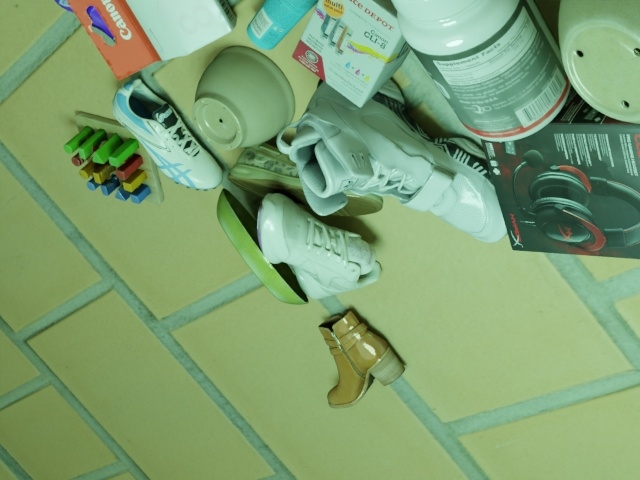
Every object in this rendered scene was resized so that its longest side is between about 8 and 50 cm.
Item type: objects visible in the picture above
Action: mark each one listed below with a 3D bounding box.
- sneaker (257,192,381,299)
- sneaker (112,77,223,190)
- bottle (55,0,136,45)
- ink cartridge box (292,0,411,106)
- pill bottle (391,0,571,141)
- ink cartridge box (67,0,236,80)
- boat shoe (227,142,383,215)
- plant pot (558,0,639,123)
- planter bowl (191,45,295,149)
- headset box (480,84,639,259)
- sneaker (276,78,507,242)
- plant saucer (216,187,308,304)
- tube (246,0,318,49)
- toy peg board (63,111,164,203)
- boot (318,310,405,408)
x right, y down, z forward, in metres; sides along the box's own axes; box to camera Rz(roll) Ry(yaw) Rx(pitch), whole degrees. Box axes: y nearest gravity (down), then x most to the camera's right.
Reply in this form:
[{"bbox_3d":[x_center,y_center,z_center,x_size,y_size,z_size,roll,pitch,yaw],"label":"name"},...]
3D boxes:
[{"bbox_3d":[0.000,0.000,2.067,0.152,0.114,0.305,-7,156,23],"label":"sneaker"},{"bbox_3d":[-0.258,-0.177,2.184,0.237,0.085,0.086,43,146,-4],"label":"sneaker"},{"bbox_3d":[-0.396,-0.431,2.056,0.283,0.092,0.118,46,140,-5],"label":"bottle"},{"bbox_3d":[0.067,-0.304,1.767,0.128,0.127,0.176,37,140,6],"label":"ink cartridge box"},{"bbox_3d":[0.194,-0.263,1.601,0.161,0.161,0.283,6,153,36],"label":"pill bottle"},{"bbox_3d":[-0.272,-0.362,1.978,0.232,0.066,0.189,-25,111,16],"label":"ink cartridge box"},{"bbox_3d":[-0.021,-0.106,2.040,0.285,0.089,0.104,13,164,31],"label":"boat shoe"},{"bbox_3d":[0.387,-0.243,1.476,0.284,0.191,0.284,32,146,24],"label":"plant pot"},{"bbox_3d":[-0.136,-0.211,2.034,0.162,0.109,0.162,22,137,22],"label":"planter bowl"},{"bbox_3d":[0.382,-0.093,1.717,0.293,0.110,0.218,5,128,37],"label":"headset box"},{"bbox_3d":[0.105,-0.089,1.868,0.366,0.210,0.137,41,141,0],"label":"sneaker"},{"bbox_3d":[-0.105,0.018,2.153,0.241,0.037,0.241,54,-176,-5],"label":"plant saucer"},{"bbox_3d":[-0.037,-0.358,1.870,0.080,0.052,0.207,41,136,-7],"label":"tube"},{"bbox_3d":[-0.385,-0.133,2.333,0.161,0.079,0.161,17,134,28],"label":"toy peg board"},{"bbox_3d":[0.044,0.212,2.309,0.152,0.073,0.197,47,129,-9],"label":"boot"}]
